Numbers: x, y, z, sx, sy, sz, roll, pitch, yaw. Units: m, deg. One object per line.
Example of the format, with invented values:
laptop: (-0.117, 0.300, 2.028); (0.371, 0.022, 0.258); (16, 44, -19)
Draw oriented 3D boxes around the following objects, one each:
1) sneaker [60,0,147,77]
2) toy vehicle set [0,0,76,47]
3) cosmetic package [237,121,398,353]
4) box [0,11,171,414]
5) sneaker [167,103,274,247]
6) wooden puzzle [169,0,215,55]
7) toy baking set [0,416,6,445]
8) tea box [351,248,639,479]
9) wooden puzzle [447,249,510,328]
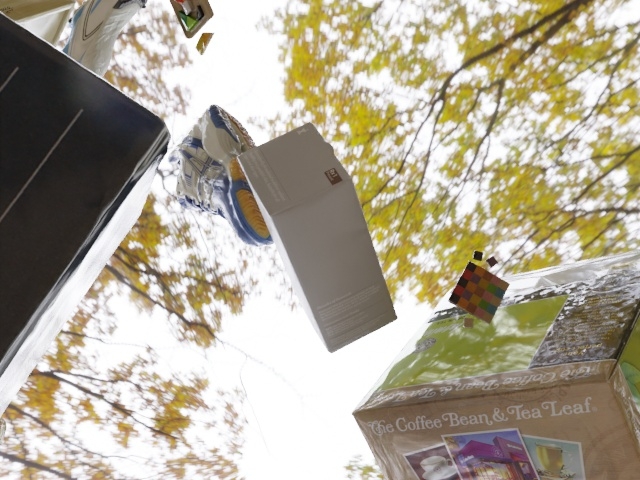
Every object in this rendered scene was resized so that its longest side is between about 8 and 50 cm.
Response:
sneaker: (-0.321, -0.342, 1.336); (0.086, 0.085, 0.237); (22, -108, 11)
toy vehicle set: (-0.382, -0.178, 0.971); (0.035, 0.267, 0.166); (39, -58, 1)
cosmetic package: (0.000, 0.000, 1.030); (0.107, 0.238, 0.127); (-28, -139, -3)
box: (-0.331, -0.026, 0.476); (0.395, 0.212, 0.294); (33, -110, -8)
sneaker: (-0.137, -0.068, 1.291); (0.131, 0.112, 0.296); (-41, -141, 13)
wooden puzzle: (-0.179, -0.319, 1.235); (0.014, 0.078, 0.116); (-24, -98, -39)
toy baking set: (-0.527, 0.314, 1.309); (0.030, 0.256, 0.197); (-14, -109, 16)
tea box: (0.275, 0.193, 1.101); (0.323, 0.329, 0.220); (-39, -72, -48)
wooden puzzle: (0.164, 0.053, 0.931); (0.049, 0.006, 0.083); (30, -107, 3)
